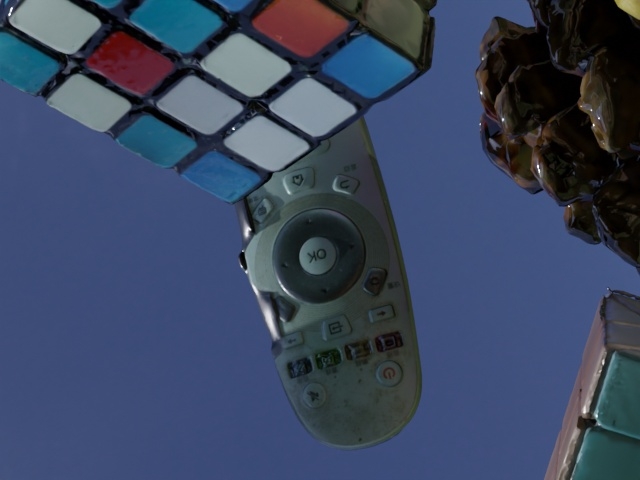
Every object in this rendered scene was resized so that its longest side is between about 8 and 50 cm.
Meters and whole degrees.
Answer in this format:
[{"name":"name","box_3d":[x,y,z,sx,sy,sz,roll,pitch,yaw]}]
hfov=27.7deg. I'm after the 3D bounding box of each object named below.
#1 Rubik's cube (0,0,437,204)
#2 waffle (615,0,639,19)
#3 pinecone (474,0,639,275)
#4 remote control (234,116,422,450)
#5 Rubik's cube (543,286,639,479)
[{"name":"Rubik's cube","box_3d":[-0.047,-0.135,0.598,0.154,0.151,0.155,30,-131,-27]},{"name":"waffle","box_3d":[0.107,-0.103,0.298,0.038,0.191,0.191,-38,-73,-20]},{"name":"pinecone","box_3d":[0.209,-0.089,0.699,0.243,0.257,0.243,-1,-86,-10]},{"name":"remote control","box_3d":[0.000,0.000,0.782,0.045,0.097,0.256,39,-142,-68]},{"name":"Rubik's cube","box_3d":[0.340,0.200,1.208,0.221,0.231,0.224,-37,-37,-74]}]
